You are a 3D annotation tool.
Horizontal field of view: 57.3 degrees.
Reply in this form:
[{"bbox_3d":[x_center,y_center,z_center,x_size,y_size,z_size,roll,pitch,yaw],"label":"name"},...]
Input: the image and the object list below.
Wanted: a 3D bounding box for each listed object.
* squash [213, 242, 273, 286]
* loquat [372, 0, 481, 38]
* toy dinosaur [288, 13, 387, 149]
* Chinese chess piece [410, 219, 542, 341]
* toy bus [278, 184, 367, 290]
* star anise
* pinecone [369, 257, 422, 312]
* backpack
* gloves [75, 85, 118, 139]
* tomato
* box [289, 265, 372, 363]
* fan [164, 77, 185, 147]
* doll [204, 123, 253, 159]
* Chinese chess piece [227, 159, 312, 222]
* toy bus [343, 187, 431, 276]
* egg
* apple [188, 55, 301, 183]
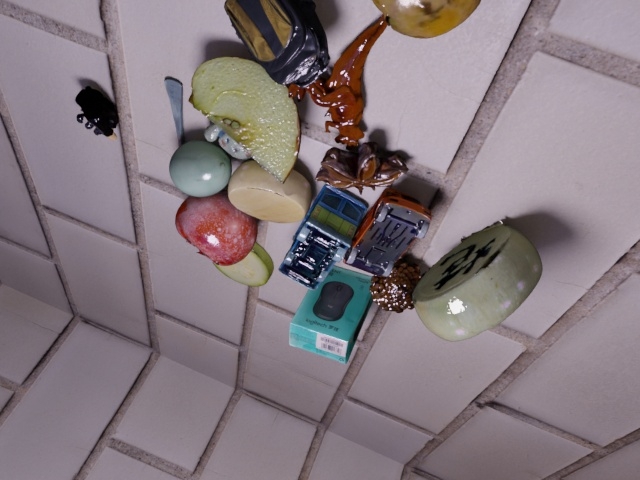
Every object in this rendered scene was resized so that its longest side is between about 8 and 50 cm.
[{"bbox_3d":[-0.294,0.070,2.169,0.252,0.049,0.252,18,141,15],"label":"squash"},{"bbox_3d":[0.197,-0.492,1.048,0.243,0.244,0.244,17,143,13],"label":"loquat"},{"bbox_3d":[0.032,-0.367,1.392,0.208,0.097,0.432,7,146,1],"label":"toy dinosaur"},{"bbox_3d":[0.402,0.106,1.533,0.146,0.349,0.349,49,140,-6],"label":"Chinese chess piece"},{"bbox_3d":[0.000,0.000,1.777,0.152,0.190,0.312,28,143,-4],"label":"toy bus"},{"bbox_3d":[0.100,-0.198,1.550,0.219,0.099,0.214,13,153,-16],"label":"star anise"},{"bbox_3d":[0.243,0.144,1.838,0.179,0.150,0.195,32,144,-8],"label":"pinecone"},{"bbox_3d":[-0.081,-0.458,1.290,0.206,0.133,0.258,-34,83,46],"label":"backpack"},{"bbox_3d":[-0.681,-0.388,1.821,0.129,0.106,0.181,26,172,3],"label":"gloves"},{"bbox_3d":[-0.324,-0.050,1.886,0.270,0.227,0.270,37,166,10],"label":"tomato"},{"bbox_3d":[0.045,0.230,1.930,0.205,0.311,0.118,18,134,13],"label":"box"},{"bbox_3d":[-0.426,-0.363,1.741,0.057,0.023,0.282,19,142,7],"label":"fan"},{"bbox_3d":[-0.231,-0.283,1.676,0.214,0.072,0.104,26,133,-1],"label":"doll"},{"bbox_3d":[-0.147,-0.141,1.723,0.250,0.097,0.251,13,160,5],"label":"Chinese chess piece"},{"bbox_3d":[0.187,-0.032,1.650,0.142,0.153,0.329,20,144,-8],"label":"toy bus"},{"bbox_3d":[-0.357,-0.214,1.745,0.230,0.168,0.168,8,143,51],"label":"egg"},{"bbox_3d":[-0.177,-0.314,1.509,0.346,0.179,0.254,41,151,-1],"label":"apple"}]
